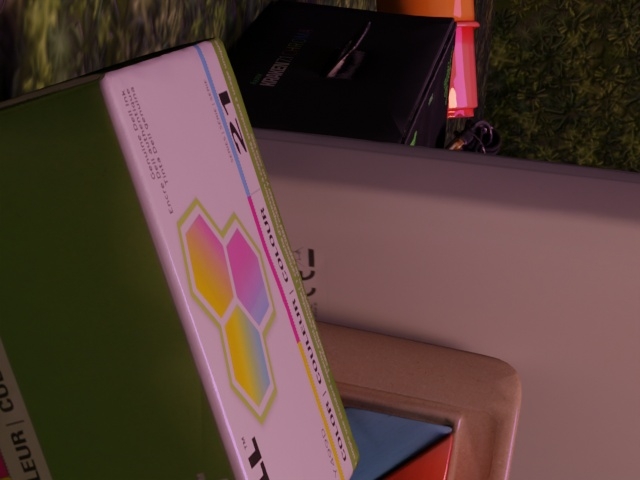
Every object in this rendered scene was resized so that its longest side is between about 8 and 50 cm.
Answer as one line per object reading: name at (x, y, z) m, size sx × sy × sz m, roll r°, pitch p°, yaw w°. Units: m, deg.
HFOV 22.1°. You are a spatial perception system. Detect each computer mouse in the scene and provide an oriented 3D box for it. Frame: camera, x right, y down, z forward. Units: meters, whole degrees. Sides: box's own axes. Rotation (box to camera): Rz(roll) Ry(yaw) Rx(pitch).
computer mouse at (0.098, 0.018, 1.114) m, size 0.106 × 0.042 × 0.193 m, roll -54°, pitch 150°, yaw -75°

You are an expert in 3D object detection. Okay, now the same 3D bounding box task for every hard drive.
hard drive at (0.064, 0.049, 0.806) m, size 0.233 × 0.353 × 0.047 m, roll 87°, pitch 14°, yaw -47°

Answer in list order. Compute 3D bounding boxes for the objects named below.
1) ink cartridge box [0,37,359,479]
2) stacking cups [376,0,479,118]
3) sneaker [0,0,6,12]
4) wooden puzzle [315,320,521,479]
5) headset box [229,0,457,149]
ink cartridge box at (-0.081, 0.045, 0.552) m, size 0.255 × 0.097 × 0.188 m, roll -45°, pitch 118°, yaw -73°
stacking cups at (0.060, -0.241, 1.145) m, size 0.096 × 0.096 × 0.316 m, roll -23°, pitch 111°, yaw -78°
sneaker at (-0.140, 0.026, 0.288) m, size 0.343 × 0.134 × 0.146 m, roll -59°, pitch 159°, yaw -63°
wooden puzzle at (-0.034, 0.140, 0.712) m, size 0.044 × 0.221 × 0.238 m, roll 103°, pitch -2°, yaw -69°
headset box at (0.000, 0.000, 1.045) m, size 0.246 × 0.131 × 0.283 m, roll -63°, pitch 158°, yaw -64°
